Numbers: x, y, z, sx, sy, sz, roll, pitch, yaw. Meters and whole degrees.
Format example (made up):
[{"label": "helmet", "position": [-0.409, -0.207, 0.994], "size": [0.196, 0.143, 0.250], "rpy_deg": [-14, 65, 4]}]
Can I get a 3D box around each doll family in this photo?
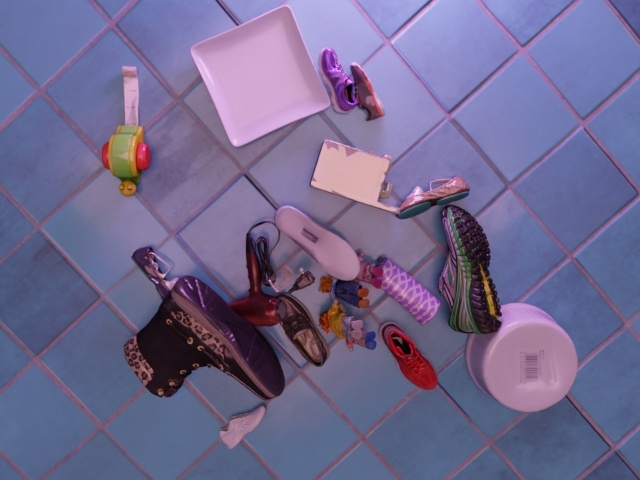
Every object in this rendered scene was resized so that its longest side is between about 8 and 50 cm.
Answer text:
[{"label": "doll family", "position": [0.059, 0.158, 1.701], "size": [0.118, 0.163, 0.263], "rpy_deg": [3, 96, -35]}]

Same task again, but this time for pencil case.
[{"label": "pencil case", "position": [0.216, 0.135, 1.736], "size": [0.206, 0.086, 0.088], "rpy_deg": [39, 127, -3]}]

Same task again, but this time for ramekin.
[{"label": "ramekin", "position": [0.532, 0.312, 1.737], "size": [0.277, 0.135, 0.277], "rpy_deg": [0, 95, -2]}]

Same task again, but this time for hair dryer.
[{"label": "hair dryer", "position": [-0.159, 0.115, 1.710], "size": [0.293, 0.080, 0.223], "rpy_deg": [-46, 69, 14]}]

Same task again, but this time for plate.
[{"label": "plate", "position": [-0.151, -0.415, 1.687], "size": [0.278, 0.045, 0.277], "rpy_deg": [-24, 97, 0]}]

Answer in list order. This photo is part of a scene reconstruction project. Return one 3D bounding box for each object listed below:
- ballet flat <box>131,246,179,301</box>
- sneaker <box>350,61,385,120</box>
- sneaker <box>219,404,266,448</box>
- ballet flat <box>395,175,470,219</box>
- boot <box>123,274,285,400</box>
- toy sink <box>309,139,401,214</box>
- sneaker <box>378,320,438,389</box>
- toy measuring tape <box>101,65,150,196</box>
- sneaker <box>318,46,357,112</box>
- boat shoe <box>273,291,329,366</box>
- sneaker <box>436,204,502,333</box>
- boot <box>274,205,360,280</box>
[{"label": "ballet flat", "position": [-0.410, 0.101, 1.718], "size": [0.074, 0.074, 0.203], "rpy_deg": [-34, 94, 1]}, {"label": "sneaker", "position": [0.106, -0.378, 1.694], "size": [0.065, 0.061, 0.158], "rpy_deg": [-28, 95, 7]}, {"label": "sneaker", "position": [-0.209, 0.489, 1.770], "size": [0.152, 0.054, 0.061], "rpy_deg": [-43, 93, 3]}, {"label": "ballet flat", "position": [0.285, -0.116, 1.730], "size": [0.206, 0.073, 0.067], "rpy_deg": [-18, 69, -3]}, {"label": "boot", "position": [-0.299, 0.303, 1.669], "size": [0.377, 0.138, 0.284], "rpy_deg": [46, 113, -7]}, {"label": "toy sink", "position": [0.101, -0.163, 1.668], "size": [0.234, 0.153, 0.131], "rpy_deg": [18, 94, -3]}, {"label": "sneaker", "position": [0.235, 0.318, 1.730], "size": [0.087, 0.128, 0.221], "rpy_deg": [-42, 95, 2]}, {"label": "toy measuring tape", "position": [-0.487, -0.275, 1.656], "size": [0.121, 0.121, 0.330], "rpy_deg": [1, 95, -2]}, {"label": "sneaker", "position": [0.053, -0.410, 1.674], "size": [0.068, 0.071, 0.170], "rpy_deg": [-31, 104, -36]}, {"label": "boat shoe", "position": [-0.051, 0.235, 1.739], "size": [0.080, 0.073, 0.223], "rpy_deg": [-34, 95, 4]}, {"label": "sneaker", "position": [0.354, 0.075, 1.710], "size": [0.146, 0.134, 0.343], "rpy_deg": [-15, 79, 41]}, {"label": "boot", "position": [0.000, 0.000, 1.688], "size": [0.258, 0.123, 0.095], "rpy_deg": [41, 98, 3]}]
